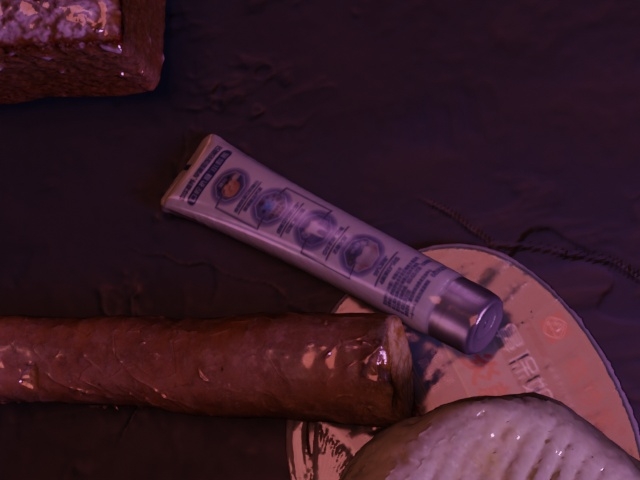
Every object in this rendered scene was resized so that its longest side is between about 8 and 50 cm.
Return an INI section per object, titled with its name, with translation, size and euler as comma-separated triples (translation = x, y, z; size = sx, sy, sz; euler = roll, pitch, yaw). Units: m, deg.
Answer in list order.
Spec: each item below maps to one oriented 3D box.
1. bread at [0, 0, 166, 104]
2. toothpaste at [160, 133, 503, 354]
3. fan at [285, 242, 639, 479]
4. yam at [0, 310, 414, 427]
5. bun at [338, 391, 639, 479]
[bread]
translation = -0.186, -0.304, 0.762
size = 0.165, 0.113, 0.417
euler = -3, 75, 14
[toothpaste]
translation = 0.000, 0.000, 0.663
size = 0.239, 0.039, 0.062
euler = 27, 80, 29
[fan]
translation = 0.059, 0.150, 0.629
size = 0.223, 0.012, 0.294
euler = 34, 88, 20
[yam]
translation = -0.089, 0.075, 0.658
size = 0.299, 0.066, 0.066
euler = -2, 76, 22
[bun]
translation = 0.090, 0.185, 0.537
size = 0.204, 0.126, 0.212
euler = -36, 75, -25
